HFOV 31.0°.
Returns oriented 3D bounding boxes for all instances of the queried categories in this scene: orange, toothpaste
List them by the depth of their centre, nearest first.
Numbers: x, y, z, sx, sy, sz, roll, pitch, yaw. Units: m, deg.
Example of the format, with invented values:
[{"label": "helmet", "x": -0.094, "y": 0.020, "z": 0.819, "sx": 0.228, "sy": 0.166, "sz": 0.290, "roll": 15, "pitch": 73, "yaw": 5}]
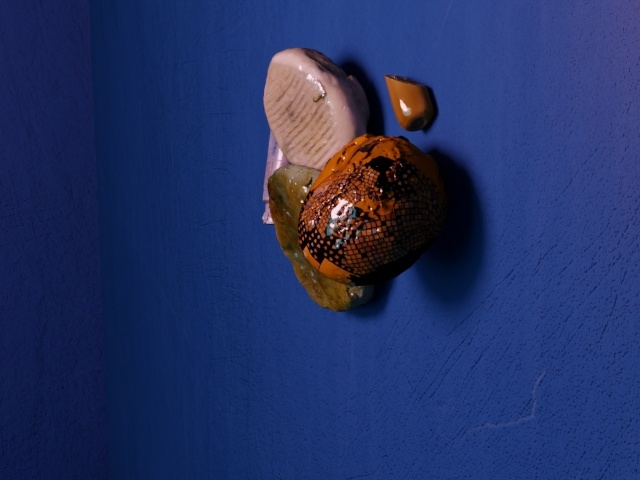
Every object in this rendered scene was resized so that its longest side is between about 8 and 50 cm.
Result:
[{"label": "orange", "x": 0.072, "y": -0.041, "z": 1.625, "sx": 0.182, "sy": 0.234, "sz": 0.234, "roll": 48, "pitch": 169, "yaw": -24}, {"label": "toothpaste", "x": -0.077, "y": -0.146, "z": 2.164, "sx": 0.089, "sy": 0.057, "sz": 0.234, "roll": 179, "pitch": 93, "yaw": -65}]

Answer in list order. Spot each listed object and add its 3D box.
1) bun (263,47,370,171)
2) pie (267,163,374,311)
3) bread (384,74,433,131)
[{"label": "bun", "x": 0.003, "y": -0.211, "z": 1.882, "sx": 0.237, "sy": 0.116, "sz": 0.210, "roll": 58, "pitch": 148, "yaw": 21}, {"label": "pie", "x": 0.000, "y": 0.000, "z": 1.889, "sx": 0.277, "sy": 0.078, "sz": 0.277, "roll": 52, "pitch": 159, "yaw": 30}, {"label": "bread", "x": 0.127, "y": -0.212, "z": 1.679, "sx": 0.062, "sy": 0.049, "sz": 0.103, "roll": 131, "pitch": 129, "yaw": -58}]
